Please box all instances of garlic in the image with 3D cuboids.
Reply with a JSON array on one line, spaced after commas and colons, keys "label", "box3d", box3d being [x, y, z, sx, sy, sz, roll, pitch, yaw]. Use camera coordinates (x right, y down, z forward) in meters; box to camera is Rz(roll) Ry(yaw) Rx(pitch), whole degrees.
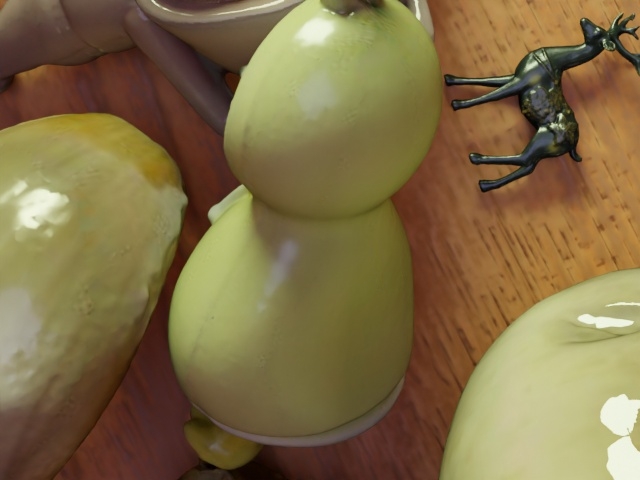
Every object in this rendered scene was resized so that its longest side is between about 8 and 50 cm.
[{"label": "garlic", "box3d": [-0.155, 0.052, 0.627, 0.145, 0.164, 0.245, 32, 105, 17]}]

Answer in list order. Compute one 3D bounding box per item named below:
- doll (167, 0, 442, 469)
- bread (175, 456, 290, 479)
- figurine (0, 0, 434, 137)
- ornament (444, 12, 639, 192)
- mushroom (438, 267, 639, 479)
[{"label": "doll", "box3d": [-0.008, -0.007, 0.587, 0.117, 0.141, 0.296, 36, 134, 36]}, {"label": "bread", "box3d": [0.033, 0.266, 0.651, 0.344, 0.149, 0.195, 26, 96, 2]}, {"label": "figurine", "box3d": [-0.082, -0.151, 0.613, 0.287, 0.186, 0.176, 5, 76, 18]}, {"label": "ornament", "box3d": [0.136, -0.080, 0.671, 0.125, 0.028, 0.073, -21, 93, 8]}, {"label": "mushroom", "box3d": [0.240, 0.149, 0.542, 0.353, 0.353, 0.325, -32, 134, 7]}]
